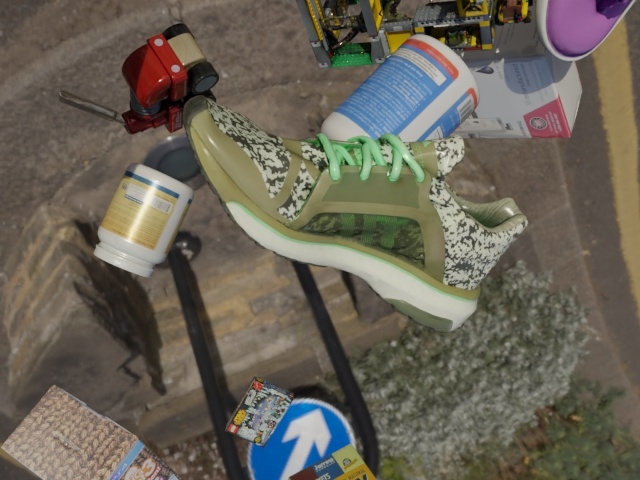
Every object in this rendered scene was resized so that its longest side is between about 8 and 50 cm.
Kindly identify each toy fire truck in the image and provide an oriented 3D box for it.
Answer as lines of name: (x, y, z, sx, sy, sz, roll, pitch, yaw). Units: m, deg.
toy fire truck: (-0.335, -0.273, 1.244, 0.246, 0.158, 0.217, -30, 170, -20)

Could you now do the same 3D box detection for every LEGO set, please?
LEGO set: (0.105, -0.372, 0.888, 0.331, 0.255, 0.192, 9, 147, 26)

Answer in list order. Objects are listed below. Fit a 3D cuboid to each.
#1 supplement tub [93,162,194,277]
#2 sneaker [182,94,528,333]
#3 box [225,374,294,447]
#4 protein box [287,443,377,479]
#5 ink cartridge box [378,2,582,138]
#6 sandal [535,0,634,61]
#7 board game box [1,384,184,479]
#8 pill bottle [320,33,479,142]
supplement tub: (-0.355, -0.040, 1.366, 0.144, 0.144, 0.200, 29, 85, -50)
sneaker: (0.054, -0.061, 0.695, 0.410, 0.158, 0.182, 27, 116, -32)
box: (-0.128, 0.361, 1.433, 0.094, 0.027, 0.137, 27, 105, -9)
protein box: (0.042, 0.514, 1.199, 0.136, 0.201, 0.200, -20, 141, -28)
ink cartridge box: (0.270, -0.273, 1.148, 0.283, 0.117, 0.207, 5, 153, 35)
sandal: (0.377, -0.383, 0.771, 0.169, 0.102, 0.416, -1, 132, -24)
board game box: (-0.411, 0.440, 1.300, 0.141, 0.232, 0.291, -54, 148, -26)
pill bottle: (0.079, -0.136, 0.839, 0.221, 0.124, 0.124, -44, 146, -6)
